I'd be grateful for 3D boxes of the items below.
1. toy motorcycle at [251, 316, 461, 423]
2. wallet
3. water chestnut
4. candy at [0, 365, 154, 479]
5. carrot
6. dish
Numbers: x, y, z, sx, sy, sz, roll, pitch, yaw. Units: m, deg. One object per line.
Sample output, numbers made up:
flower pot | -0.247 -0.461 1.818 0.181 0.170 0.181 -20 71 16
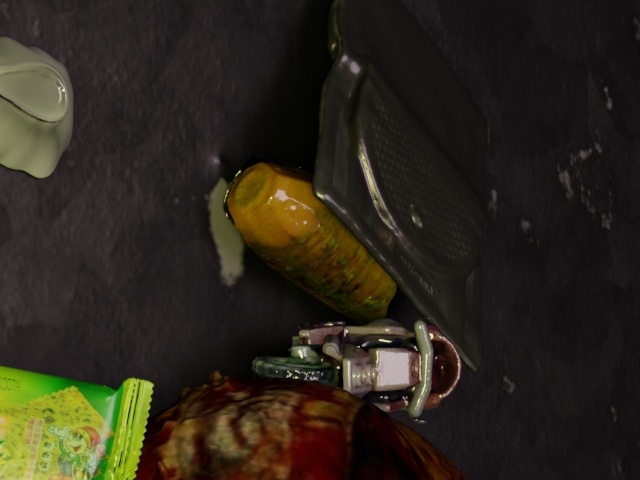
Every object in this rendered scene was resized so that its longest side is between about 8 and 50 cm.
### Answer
toy motorcycle | 0.032 0.100 1.377 0.213 0.122 0.082 2 85 -71
wallet | 0.073 -0.076 1.513 0.247 0.041 0.323 50 29 -33
water chestnut | -0.028 0.261 1.211 0.350 0.302 0.350 46 16 -17
candy | -0.198 0.118 1.121 0.178 0.032 0.102 11 73 -2
carrot | 0.000 0.000 1.431 0.173 0.082 0.082 34 58 -38
dish | -0.208 -0.099 1.233 0.137 0.039 0.091 19 69 -47
